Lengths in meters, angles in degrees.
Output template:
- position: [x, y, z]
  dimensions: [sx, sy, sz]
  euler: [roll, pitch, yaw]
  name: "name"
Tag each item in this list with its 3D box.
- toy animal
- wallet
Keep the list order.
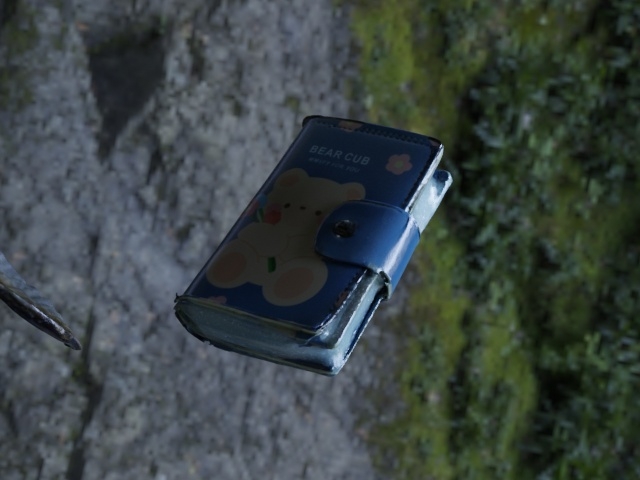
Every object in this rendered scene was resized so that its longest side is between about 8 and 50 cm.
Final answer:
- position: [-0.291, -0.031, 0.962]
  dimensions: [0.197, 0.273, 0.160]
  euler: [120, -20, -81]
  name: "toy animal"
- position: [0.000, 0.001, 1.028]
  dimensions: [0.202, 0.141, 0.059]
  euler: [-56, 143, -32]
  name: "wallet"
